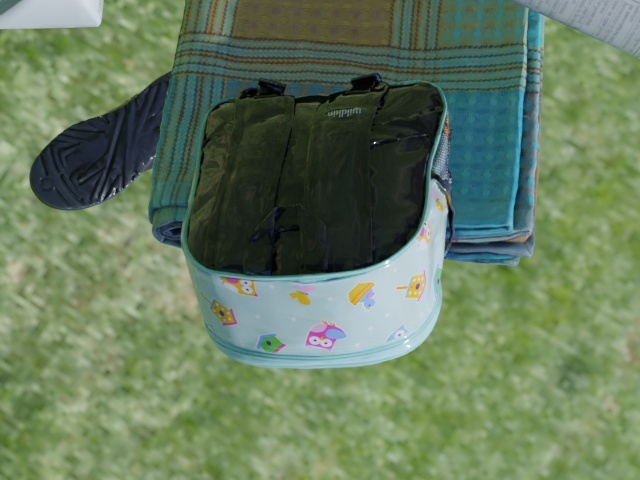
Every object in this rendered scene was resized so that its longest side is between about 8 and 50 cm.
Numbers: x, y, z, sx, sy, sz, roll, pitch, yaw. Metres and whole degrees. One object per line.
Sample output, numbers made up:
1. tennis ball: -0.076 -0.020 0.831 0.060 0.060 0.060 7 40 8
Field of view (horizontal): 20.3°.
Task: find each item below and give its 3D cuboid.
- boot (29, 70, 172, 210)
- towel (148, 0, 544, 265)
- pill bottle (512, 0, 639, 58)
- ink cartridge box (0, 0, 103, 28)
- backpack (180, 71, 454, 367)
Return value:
1. boot: -0.250 -0.103 2.137 0.246 0.094 0.207 -38 -177 -20
2. towel: 0.028 -0.156 1.305 0.040 0.271 0.370 77 17 -60
3. pill bottle: 0.151 -0.146 0.810 0.121 0.221 0.121 24 90 -88
4. ink cartridge box: -0.367 -0.271 1.702 0.239 0.275 0.060 62 29 -73
5. backpack: 0.000 0.000 1.096 0.188 0.165 0.144 -79 166 -57
